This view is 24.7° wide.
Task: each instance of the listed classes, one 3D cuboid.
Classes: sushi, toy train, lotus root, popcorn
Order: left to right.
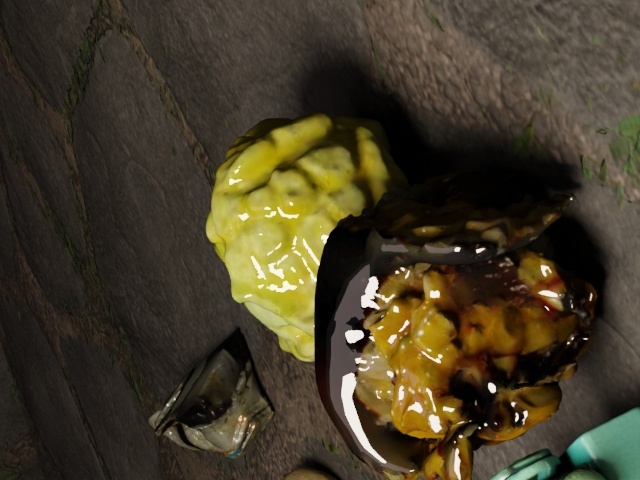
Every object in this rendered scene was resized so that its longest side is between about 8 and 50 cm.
[{"bbox_3d":[-0.144,0.235,1.929,0.109,0.134,0.273,37,145,-7],"label":"sushi"},{"bbox_3d":[-0.008,0.312,1.751,0.062,0.073,0.150,30,172,-29],"label":"lotus root"},{"bbox_3d":[0.000,0.000,1.300,0.256,0.195,0.255,53,-168,-42],"label":"popcorn"},{"bbox_3d":[0.104,0.065,1.124,0.200,0.213,0.204,13,122,62],"label":"sushi"},{"bbox_3d":[0.196,0.216,1.123,0.112,0.163,0.203,60,154,18],"label":"toy train"}]
